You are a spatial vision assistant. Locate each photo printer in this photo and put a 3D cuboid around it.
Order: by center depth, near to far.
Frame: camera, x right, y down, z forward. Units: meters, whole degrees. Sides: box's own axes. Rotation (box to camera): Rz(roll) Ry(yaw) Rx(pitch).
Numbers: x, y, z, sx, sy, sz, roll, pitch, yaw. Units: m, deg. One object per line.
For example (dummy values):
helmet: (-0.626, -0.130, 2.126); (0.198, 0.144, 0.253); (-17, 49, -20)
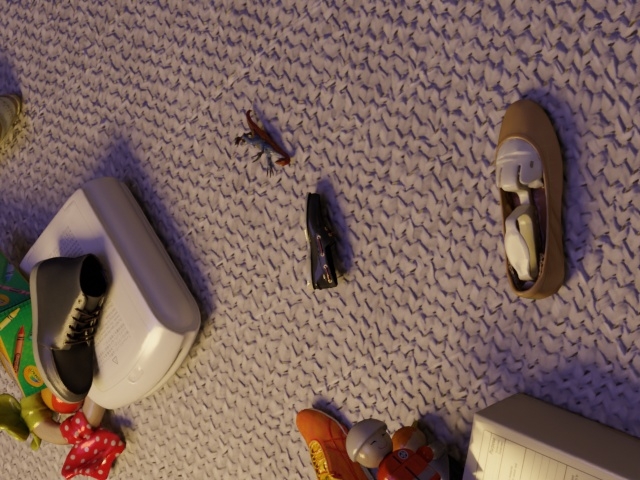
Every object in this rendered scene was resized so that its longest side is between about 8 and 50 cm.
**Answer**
photo printer: (-0.323, 0.094, 1.807); (0.256, 0.107, 0.308); (-45, 70, 37)

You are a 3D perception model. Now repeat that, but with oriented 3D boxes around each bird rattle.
bird rattle: (-0.430, 0.280, 1.929); (0.253, 0.143, 0.207); (13, 91, 35)

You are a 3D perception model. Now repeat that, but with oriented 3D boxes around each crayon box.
crayon box: (-0.519, 0.117, 1.908); (0.278, 0.081, 0.165); (35, 145, 51)

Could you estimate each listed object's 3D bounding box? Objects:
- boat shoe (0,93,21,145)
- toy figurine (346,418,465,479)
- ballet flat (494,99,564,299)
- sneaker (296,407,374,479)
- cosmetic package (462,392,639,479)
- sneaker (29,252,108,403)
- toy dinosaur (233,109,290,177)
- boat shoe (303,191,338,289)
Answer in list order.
boat shoe: (-0.610, -0.165, 2.024); (0.285, 0.089, 0.105); (-25, 108, 43)
toy figurine: (0.072, 0.326, 1.438); (0.148, 0.209, 0.213); (41, 101, 22)
ballet flat: (0.237, -0.045, 1.328); (0.080, 0.073, 0.232); (-7, 94, 40)
sneaker: (0.018, 0.304, 1.587); (0.175, 0.067, 0.064); (53, 128, 21)
cosmetic package: (0.317, 0.304, 1.305); (0.309, 0.113, 0.160); (21, 111, 36)
sneaker: (-0.364, 0.131, 1.721); (0.118, 0.083, 0.222); (-11, 91, 41)
toy dinosaur: (-0.077, -0.132, 1.601); (0.082, 0.047, 0.090); (11, 96, 19)
boat shoe: (0.000, 0.000, 1.560); (0.042, 0.049, 0.133); (-6, 88, 13)
